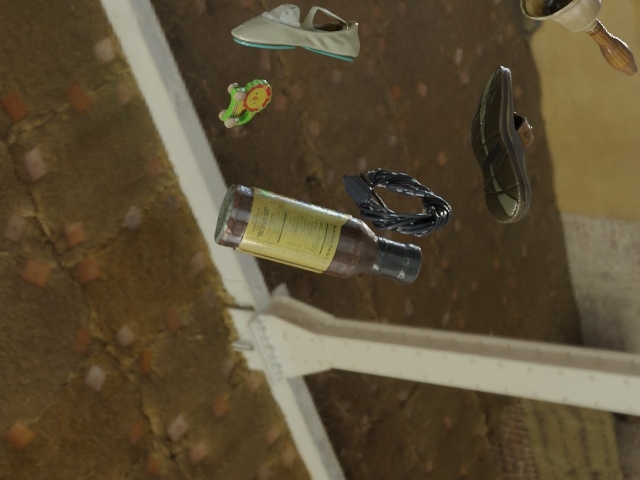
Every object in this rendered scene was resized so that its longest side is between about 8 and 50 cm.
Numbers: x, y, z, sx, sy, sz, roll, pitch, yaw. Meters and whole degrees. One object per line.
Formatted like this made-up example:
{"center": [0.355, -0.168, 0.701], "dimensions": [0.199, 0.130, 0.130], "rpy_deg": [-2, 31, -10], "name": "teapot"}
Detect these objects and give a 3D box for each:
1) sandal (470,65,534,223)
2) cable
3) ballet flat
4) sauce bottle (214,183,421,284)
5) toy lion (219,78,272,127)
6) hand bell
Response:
{"center": [0.238, -0.118, 1.043], "dimensions": [0.060, 0.090, 0.219], "rpy_deg": [7, -125, -19], "name": "sandal"}
{"center": [0.123, -0.053, 1.254], "dimensions": [0.151, 0.184, 0.047], "rpy_deg": [2, -62, -32], "name": "cable"}
{"center": [-0.035, -0.363, 1.419], "dimensions": [0.248, 0.086, 0.086], "rpy_deg": [0, -87, -36], "name": "ballet flat"}
{"center": [0.000, 0.000, 1.387], "dimensions": [0.344, 0.111, 0.111], "rpy_deg": [16, -104, -17], "name": "sauce bottle"}
{"center": [-0.143, -0.272, 1.644], "dimensions": [0.096, 0.034, 0.100], "rpy_deg": [-9, -42, -40], "name": "toy lion"}
{"center": [0.441, -0.339, 1.339], "dimensions": [0.242, 0.126, 0.126], "rpy_deg": [33, -115, -35], "name": "hand bell"}
